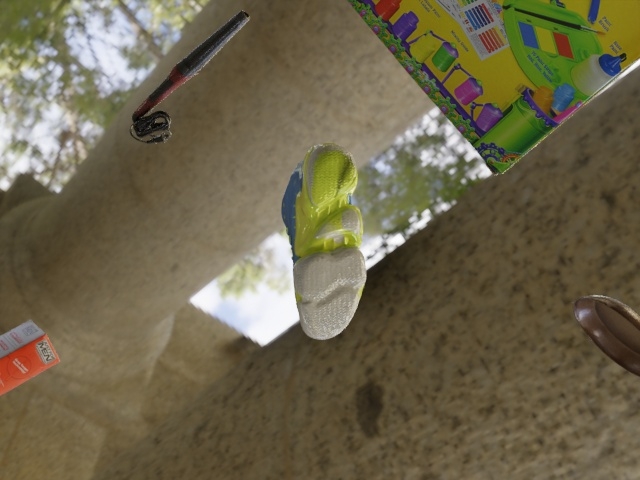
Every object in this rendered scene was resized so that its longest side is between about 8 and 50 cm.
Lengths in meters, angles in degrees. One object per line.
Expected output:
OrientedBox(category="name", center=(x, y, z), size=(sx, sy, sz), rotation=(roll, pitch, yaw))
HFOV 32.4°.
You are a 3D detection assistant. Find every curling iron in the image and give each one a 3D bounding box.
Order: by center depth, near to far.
OrientedBox(category="curling iron", center=(-0.194, -0.244, 1.650), size=(0.068, 0.274, 0.035), rotation=(42, -154, -7))

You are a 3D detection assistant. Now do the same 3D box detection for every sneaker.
OrientedBox(category="sneaker", center=(0.000, 0.000, 1.379), size=(0.091, 0.126, 0.240), rotation=(5, -89, -18))

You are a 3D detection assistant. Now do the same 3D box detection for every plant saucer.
OrientedBox(category="plant saucer", center=(0.526, 0.161, 1.912), size=(0.036, 0.198, 0.198), rotation=(-43, -86, -13))

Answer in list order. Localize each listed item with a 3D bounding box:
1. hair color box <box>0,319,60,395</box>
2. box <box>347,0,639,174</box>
OrientedBox(category="hair color box", center=(-0.386, 0.152, 1.297), size=(0.141, 0.072, 0.043), rotation=(-30, -66, -21))
OrientedBox(category="box", center=(0.182, -0.267, 0.944), size=(0.290, 0.279, 0.177), rotation=(50, -134, 3))
